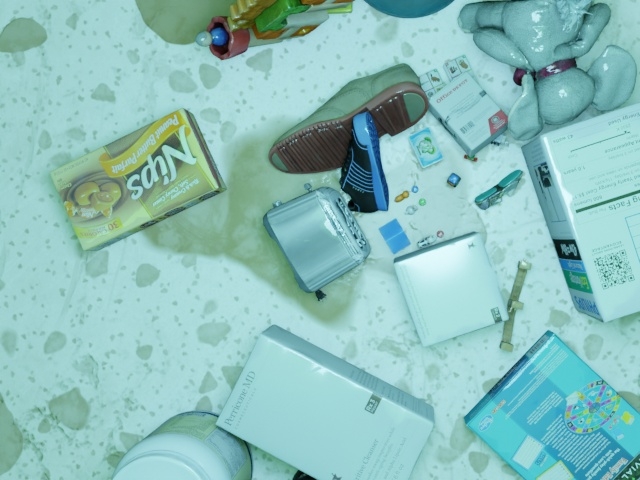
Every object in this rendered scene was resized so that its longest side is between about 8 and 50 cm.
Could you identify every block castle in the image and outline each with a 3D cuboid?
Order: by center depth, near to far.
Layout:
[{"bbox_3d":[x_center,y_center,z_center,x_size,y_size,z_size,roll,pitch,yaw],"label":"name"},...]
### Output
[{"bbox_3d":[-0.098,-0.546,1.541,0.213,0.453,0.303,-21,89,-38],"label":"block castle"}]

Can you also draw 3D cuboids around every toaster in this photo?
[{"bbox_3d":[0.000,0.000,1.679,0.146,0.129,0.227,-29,92,17],"label":"toaster"}]

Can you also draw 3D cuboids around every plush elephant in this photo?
[{"bbox_3d":[0.438,-0.336,1.593,0.271,0.330,0.255,-10,108,-2],"label":"plush elephant"}]

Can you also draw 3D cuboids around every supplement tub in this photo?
[{"bbox_3d":[-0.268,0.473,1.621,0.235,0.325,0.235,0,91,6],"label":"supplement tub"}]

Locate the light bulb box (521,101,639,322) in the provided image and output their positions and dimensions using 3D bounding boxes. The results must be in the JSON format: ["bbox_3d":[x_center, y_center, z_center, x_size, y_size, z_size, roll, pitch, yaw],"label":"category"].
[{"bbox_3d":[0.617,-0.075,1.582,0.358,0.225,0.361,-18,89,5],"label":"light bulb box"}]

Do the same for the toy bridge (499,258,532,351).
[{"bbox_3d":[0.392,0.128,1.686,0.026,0.063,0.188,13,90,5],"label":"toy bridge"}]

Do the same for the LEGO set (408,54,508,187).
[{"bbox_3d":[0.266,-0.233,1.715,0.182,0.060,0.244,-25,76,6],"label":"LEGO set"}]

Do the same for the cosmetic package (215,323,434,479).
[{"bbox_3d":[0.013,0.350,1.678,0.385,0.156,0.217,25,94,4],"label":"cosmetic package"}]

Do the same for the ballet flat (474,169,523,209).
[{"bbox_3d":[0.368,-0.099,1.705,0.114,0.041,0.041,-34,87,5],"label":"ballet flat"}]

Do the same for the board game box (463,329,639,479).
[{"bbox_3d":[0.496,0.386,1.669,0.336,0.079,0.254,43,94,4],"label":"board game box"}]

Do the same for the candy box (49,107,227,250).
[{"bbox_3d":[-0.378,-0.124,1.748,0.316,0.087,0.183,-25,88,5],"label":"candy box"}]

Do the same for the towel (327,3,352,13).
[{"bbox_3d":[0.017,-0.590,1.743,0.102,0.021,0.237,0,90,9],"label":"towel"}]

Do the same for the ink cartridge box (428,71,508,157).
[{"bbox_3d":[0.292,-0.249,1.657,0.099,0.056,0.135,-37,77,-2],"label":"ink cartridge box"}]

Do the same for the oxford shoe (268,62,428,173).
[{"bbox_3d":[0.051,-0.246,1.711,0.348,0.123,0.130,-22,46,14],"label":"oxford shoe"}]

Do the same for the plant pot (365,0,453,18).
[{"bbox_3d":[0.181,-0.593,1.597,0.271,0.255,0.272,0,90,1],"label":"plant pot"}]

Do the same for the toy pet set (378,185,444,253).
[{"bbox_3d":[0.177,-0.035,1.705,0.114,0.065,0.122,-31,87,5],"label":"toy pet set"}]

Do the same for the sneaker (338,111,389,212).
[{"bbox_3d":[0.076,-0.146,1.661,0.090,0.081,0.232,-4,128,13],"label":"sneaker"}]

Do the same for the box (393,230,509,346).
[{"bbox_3d":[0.257,0.094,1.668,0.182,0.119,0.181,-19,90,5],"label":"box"}]

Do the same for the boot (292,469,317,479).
[{"bbox_3d":[-0.002,0.639,1.535,0.146,0.445,0.367,-21,88,5],"label":"boot"}]
